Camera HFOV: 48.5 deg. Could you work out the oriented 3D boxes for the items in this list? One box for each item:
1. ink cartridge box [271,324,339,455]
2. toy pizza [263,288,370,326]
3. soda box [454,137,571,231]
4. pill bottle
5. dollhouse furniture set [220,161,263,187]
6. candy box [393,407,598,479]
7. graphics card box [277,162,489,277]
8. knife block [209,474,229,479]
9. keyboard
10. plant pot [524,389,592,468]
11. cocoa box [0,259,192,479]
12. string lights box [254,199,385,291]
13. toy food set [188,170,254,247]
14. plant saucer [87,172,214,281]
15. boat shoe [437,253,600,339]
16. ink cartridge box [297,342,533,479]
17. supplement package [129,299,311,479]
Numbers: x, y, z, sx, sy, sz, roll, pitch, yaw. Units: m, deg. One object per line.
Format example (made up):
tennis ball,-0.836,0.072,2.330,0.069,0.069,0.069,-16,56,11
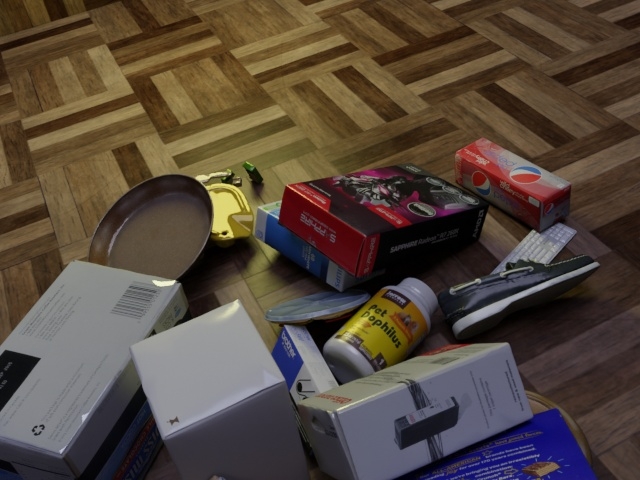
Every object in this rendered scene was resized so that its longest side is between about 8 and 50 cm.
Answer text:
ink cartridge box,-0.022,0.246,1.191,0.046,0.097,0.207,6,33,-32
toy pizza,-0.004,0.129,1.313,0.201,0.032,0.201,-12,5,1
soda box,0.408,-0.125,1.528,0.092,0.084,0.263,-28,42,-20
pill bottle,0.113,0.161,1.249,0.117,0.117,0.215,26,53,34
dollhouse furniture set,-0.207,-0.114,1.687,0.076,0.059,0.152,31,74,27
candy box,0.217,0.351,0.874,0.268,0.122,0.317,-20,8,10
graphics card box,0.131,-0.053,1.412,0.370,0.094,0.232,-13,35,-40
knife block,-0.158,0.450,0.967,0.242,0.275,0.088,-50,39,6
keyboard,0.414,0.037,1.409,0.072,0.014,0.256,28,54,34
plant pot,0.299,0.320,1.103,0.236,0.032,0.236,-5,41,4
cocoa box,-0.377,0.243,1.166,0.231,0.228,0.347,9,45,19
string lights box,0.000,0.000,1.455,0.259,0.077,0.133,30,34,36
toy food set,-0.224,-0.058,1.587,0.128,0.071,0.218,-16,50,-13
plant saucer,-0.354,-0.004,1.513,0.310,0.050,0.311,-12,56,19
boat shoe,0.360,0.078,1.289,0.302,0.114,0.091,-20,64,-13
ink cartridge box,0.126,0.243,1.017,0.272,0.197,0.114,-16,86,-18
supplement package,-0.137,0.269,1.044,0.175,0.293,0.177,-23,44,-14
